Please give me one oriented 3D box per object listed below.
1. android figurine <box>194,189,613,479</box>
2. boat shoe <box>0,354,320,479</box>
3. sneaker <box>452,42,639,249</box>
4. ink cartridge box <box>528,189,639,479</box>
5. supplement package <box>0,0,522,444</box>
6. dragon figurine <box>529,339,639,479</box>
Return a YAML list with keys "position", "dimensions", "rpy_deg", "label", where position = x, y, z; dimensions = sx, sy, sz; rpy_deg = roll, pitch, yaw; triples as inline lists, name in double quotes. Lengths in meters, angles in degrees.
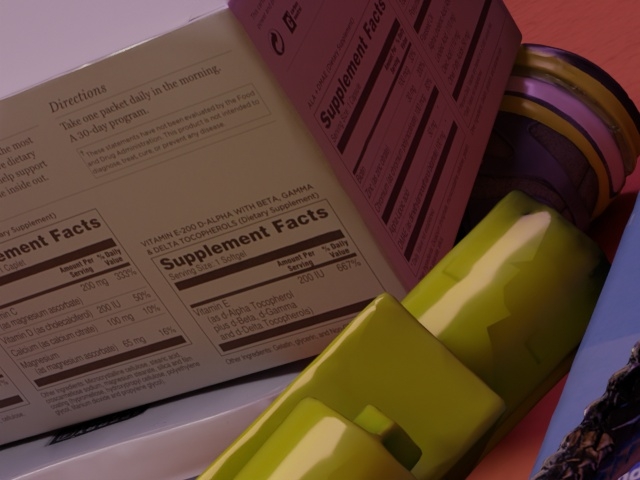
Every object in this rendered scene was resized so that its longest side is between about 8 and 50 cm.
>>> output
- position: [-0.025, 0.107, 0.515]
  dimensions: [0.273, 0.056, 0.248]
  rpy_deg: [-46, -10, -12]
  label: "android figurine"
- position: [-0.093, 0.116, 0.765]
  dimensions: [0.258, 0.084, 0.095]
  rpy_deg: [-18, 15, 30]
  label: "boat shoe"
- position: [0.000, 0.000, 0.871]
  dimensions: [0.300, 0.111, 0.121]
  rpy_deg: [-19, 27, 40]
  label: "sneaker"
- position: [0.210, 0.018, 0.428]
  dimensions: [0.270, 0.151, 0.395]
  rpy_deg: [-21, 21, 32]
  label: "ink cartridge box"
- position: [-0.078, -0.049, 0.774]
  dimensions: [0.262, 0.145, 0.204]
  rpy_deg: [-17, 30, 29]
  label: "supplement package"
- position: [0.120, -0.073, 0.339]
  dimensions: [0.289, 0.144, 0.085]
  rpy_deg: [-33, 19, 0]
  label: "dragon figurine"
